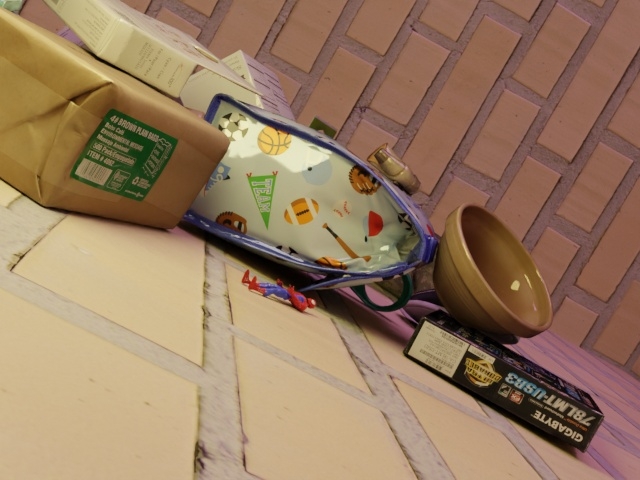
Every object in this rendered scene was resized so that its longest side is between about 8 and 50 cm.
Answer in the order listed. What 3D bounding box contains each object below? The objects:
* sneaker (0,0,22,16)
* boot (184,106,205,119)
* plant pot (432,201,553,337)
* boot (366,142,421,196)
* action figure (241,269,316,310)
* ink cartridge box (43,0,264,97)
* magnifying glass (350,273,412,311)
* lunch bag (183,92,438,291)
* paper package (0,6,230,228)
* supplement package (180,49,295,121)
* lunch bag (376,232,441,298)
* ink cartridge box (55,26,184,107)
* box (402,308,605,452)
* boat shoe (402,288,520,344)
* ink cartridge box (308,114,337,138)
[{"bbox_3d":[-0.472,-0.286,1.418,0.127,0.208,0.319,32,4,28],"label":"sneaker"},{"bbox_3d":[-0.325,-0.162,1.704,0.207,0.090,0.248,4,41,4],"label":"boot"},{"bbox_3d":[0.257,0.065,1.525,0.237,0.110,0.237,36,32,-28],"label":"plant pot"},{"bbox_3d":[0.114,-0.104,1.437,0.087,0.042,0.118,46,7,-6],"label":"boot"},{"bbox_3d":[-0.050,0.069,1.271,0.115,0.030,0.038,28,0,-36],"label":"action figure"},{"bbox_3d":[-0.259,-0.294,1.435,0.261,0.066,0.296,24,13,-40],"label":"ink cartridge box"},{"bbox_3d":[0.056,0.059,1.707,0.231,0.092,0.026,20,5,18],"label":"magnifying glass"},{"bbox_3d":[0.000,-0.044,1.522,0.386,0.238,0.328,22,3,8],"label":"lunch bag"},{"bbox_3d":[-0.326,-0.161,1.229,0.310,0.168,0.325,31,4,19],"label":"paper package"},{"bbox_3d":[-0.208,-0.234,1.887,0.145,0.262,0.204,67,14,10],"label":"supplement package"},{"bbox_3d":[0.183,0.034,2.127,0.235,0.168,0.287,34,2,39],"label":"lunch bag"},{"bbox_3d":[-0.332,-0.212,1.562,0.273,0.114,0.197,35,-23,33],"label":"ink cartridge box"},{"bbox_3d":[0.288,0.210,1.494,0.293,0.073,0.295,30,4,11],"label":"box"},{"bbox_3d":[0.267,0.122,1.722,0.114,0.091,0.303,44,-21,-30],"label":"boat shoe"},{"bbox_3d":[-0.086,-0.152,1.947,0.097,0.255,0.189,33,5,15],"label":"ink cartridge box"}]
